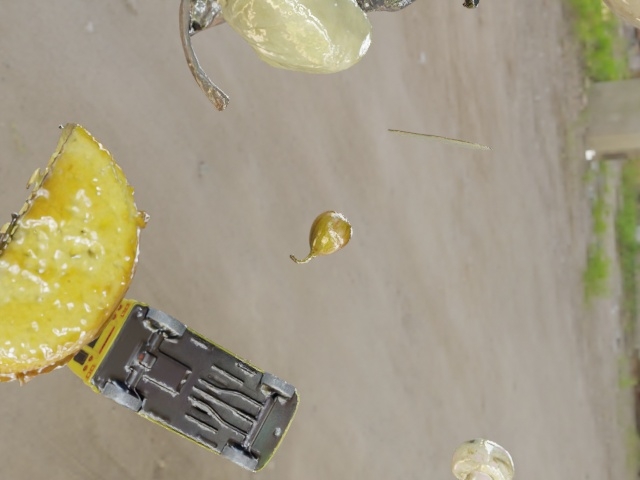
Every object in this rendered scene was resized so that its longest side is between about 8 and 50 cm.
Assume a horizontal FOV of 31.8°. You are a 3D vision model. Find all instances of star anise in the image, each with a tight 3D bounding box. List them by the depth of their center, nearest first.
[{"bbox_3d":[-0.083,-0.395,1.667,0.139,0.316,0.359,121,-52,-72],"label":"star anise"}]

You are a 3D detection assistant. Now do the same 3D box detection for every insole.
[{"bbox_3d":[0.163,-0.140,1.563,0.064,0.188,0.004,14,91,-39],"label":"insole"}]

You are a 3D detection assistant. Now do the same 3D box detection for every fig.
[{"bbox_3d":[0.000,0.000,1.362,0.050,0.083,0.050,49,-1,1],"label":"fig"}]

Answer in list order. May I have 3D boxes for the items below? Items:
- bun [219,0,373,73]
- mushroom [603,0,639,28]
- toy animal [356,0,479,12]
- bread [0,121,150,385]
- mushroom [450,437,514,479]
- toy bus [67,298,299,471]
[{"bbox_3d":[-0.045,-0.259,1.224,0.222,0.127,0.222,41,13,-12],"label":"bun"},{"bbox_3d":[0.603,-0.494,1.858,0.290,0.298,0.297,-44,132,-33],"label":"mushroom"},{"bbox_3d":[0.121,-0.394,1.609,0.121,0.210,0.117,27,63,-59],"label":"toy animal"},{"bbox_3d":[-0.250,0.027,1.082,0.147,0.160,0.260,31,73,-15],"label":"bread"},{"bbox_3d":[0.210,0.297,1.464,0.067,0.084,0.083,-61,146,-27],"label":"mushroom"},{"bbox_3d":[-0.191,0.202,1.607,0.331,0.151,0.145,36,77,-35],"label":"toy bus"}]
